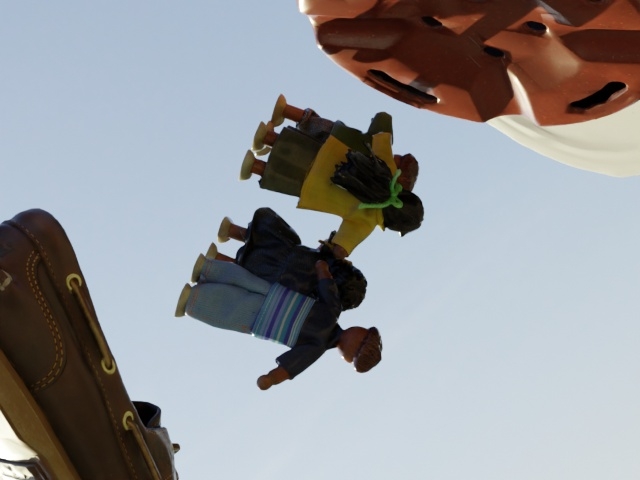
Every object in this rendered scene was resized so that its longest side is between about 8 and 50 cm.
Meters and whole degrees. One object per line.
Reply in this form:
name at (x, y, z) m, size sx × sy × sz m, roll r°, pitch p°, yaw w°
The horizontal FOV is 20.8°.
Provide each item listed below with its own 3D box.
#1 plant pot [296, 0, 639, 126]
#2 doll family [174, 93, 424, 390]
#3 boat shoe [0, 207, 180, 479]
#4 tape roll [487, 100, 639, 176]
plant pot at (0.112, -0.222, 0.964) m, size 0.272 × 0.272 × 0.265 m, roll 78°, pitch -157°, yaw -66°
doll family at (0.000, 0.000, 0.955) m, size 0.076 × 0.111 × 0.193 m, roll 105°, pitch -172°, yaw -71°
boat shoe at (-0.088, 0.085, 0.678) m, size 0.073 × 0.073 × 0.207 m, roll -42°, pitch -54°, yaw -34°
tape roll at (0.182, -0.182, 1.231) m, size 0.100 × 0.286 × 0.286 m, roll -48°, pitch -17°, yaw -27°
